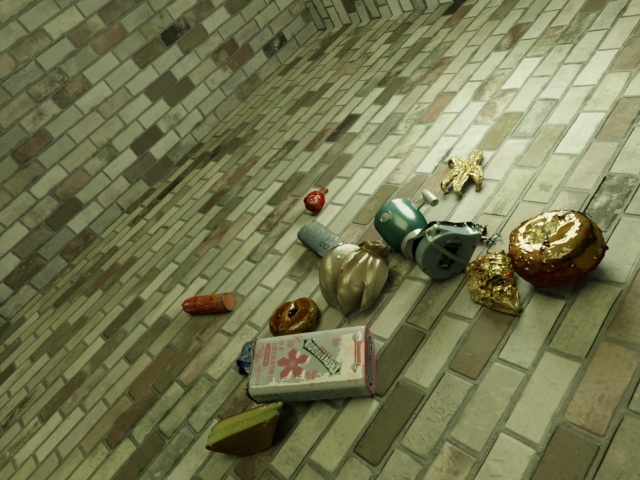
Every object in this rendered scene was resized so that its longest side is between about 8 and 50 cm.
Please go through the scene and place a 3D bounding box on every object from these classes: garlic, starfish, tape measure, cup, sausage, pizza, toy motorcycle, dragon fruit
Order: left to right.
[{"bbox_3d":[-0.468,0.258,1.998,0.274,0.074,0.074,-10,42,33],"label":"sausage"},{"bbox_3d":[-0.211,0.406,1.617,0.205,0.076,0.114,16,68,46],"label":"toy motorcycle"},{"bbox_3d":[-0.015,-0.179,2.145,0.094,0.094,0.190,-16,18,25],"label":"dragon fruit"},{"bbox_3d":[0.101,0.124,1.635,0.237,0.210,0.292,34,78,20],"label":"garlic"},{"bbox_3d":[0.287,-0.031,1.645,0.299,0.168,0.173,-53,39,21],"label":"cup"},{"bbox_3d":[0.373,0.028,1.485,0.182,0.180,0.107,0,30,-15],"label":"tape measure"},{"bbox_3d":[0.526,-0.260,1.800,0.238,0.071,0.216,-40,40,-19],"label":"starfish"},{"bbox_3d":[0.483,0.115,1.388,0.147,0.069,0.226,-12,41,26],"label":"pizza"}]

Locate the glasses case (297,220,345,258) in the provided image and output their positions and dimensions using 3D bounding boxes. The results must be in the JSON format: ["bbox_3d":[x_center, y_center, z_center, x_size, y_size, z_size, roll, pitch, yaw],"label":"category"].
[{"bbox_3d":[0.000,0.000,1.920,0.109,0.067,0.282,-38,36,-9],"label":"glasses case"}]

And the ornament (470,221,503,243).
[{"bbox_3d":[0.518,-0.023,1.556,0.125,0.028,0.073,8,54,47],"label":"ornament"}]

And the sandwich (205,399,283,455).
[{"bbox_3d":[-0.203,0.547,1.422,0.258,0.096,0.094,-24,31,16],"label":"sandwich"}]

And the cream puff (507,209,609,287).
[{"bbox_3d":[0.624,0.026,1.299,0.240,0.164,0.240,-31,20,13],"label":"cream puff"}]

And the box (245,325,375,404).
[{"bbox_3d":[-0.030,0.366,1.432,0.370,0.112,0.190,-11,47,20],"label":"box"}]

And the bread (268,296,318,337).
[{"bbox_3d":[-0.090,0.272,1.683,0.193,0.064,0.193,-23,30,14],"label":"bread"}]
